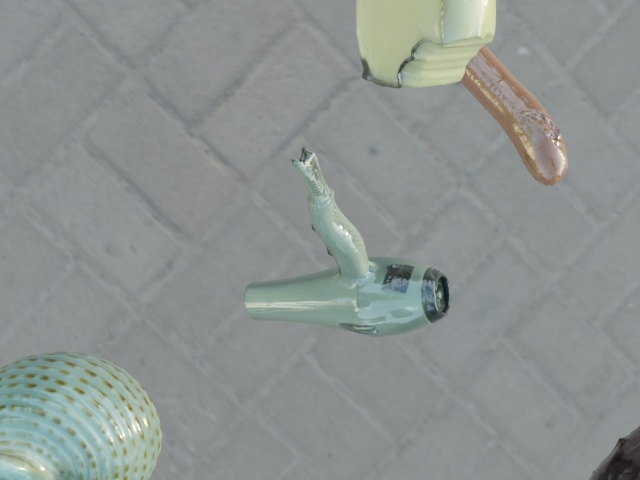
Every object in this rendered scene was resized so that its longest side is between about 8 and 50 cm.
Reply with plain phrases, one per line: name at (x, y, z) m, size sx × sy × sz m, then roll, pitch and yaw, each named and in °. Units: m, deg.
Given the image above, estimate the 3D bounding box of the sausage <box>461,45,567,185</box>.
sausage at (0.137, -0.122, 1.113) m, size 0.043 × 0.043 × 0.186 m, roll -37°, pitch 73°, yaw -8°

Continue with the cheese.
cheese at (0.065, -0.217, 0.844) m, size 0.050 × 0.127 × 0.256 m, roll -6°, pitch 108°, yaw -23°

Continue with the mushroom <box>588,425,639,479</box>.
mushroom at (0.340, 0.279, 1.083) m, size 0.356 × 0.331 × 0.334 m, roll -14°, pitch 124°, yaw -18°

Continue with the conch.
conch at (-0.231, 0.159, 1.216) m, size 0.172 × 0.200 × 0.131 m, roll 16°, pitch 80°, yaw 23°

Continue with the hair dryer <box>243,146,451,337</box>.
hair dryer at (-0.019, 0.017, 1.454) m, size 0.267 × 0.229 × 0.092 m, roll 45°, pitch 46°, yaw -29°
